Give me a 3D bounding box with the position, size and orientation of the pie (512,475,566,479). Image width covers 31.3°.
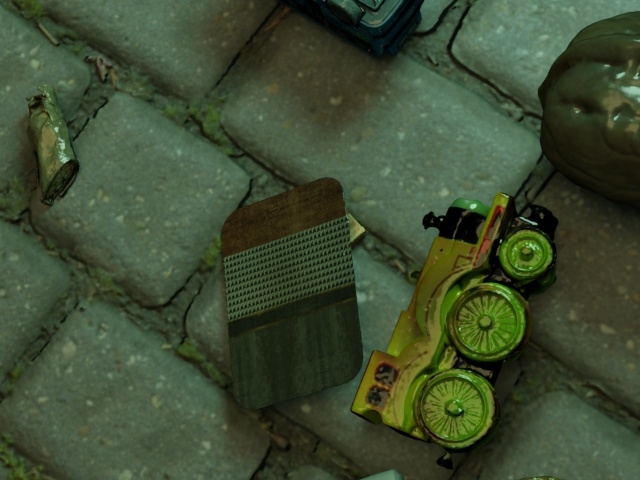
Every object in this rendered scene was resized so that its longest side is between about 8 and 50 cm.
[{"bbox_3d":[0.244,0.293,1.168,0.170,0.034,0.092,25,83,24],"label":"pie"}]

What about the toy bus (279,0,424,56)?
[{"bbox_3d":[0.009,-0.318,1.339,0.246,0.134,0.113,34,82,20],"label":"toy bus"}]

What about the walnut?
[{"bbox_3d":[0.332,-0.136,1.182,0.224,0.224,0.224,-3,74,12],"label":"walnut"}]

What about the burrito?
[{"bbox_3d":[-0.334,-0.120,1.412,0.055,0.041,0.149,-19,74,21],"label":"burrito"}]

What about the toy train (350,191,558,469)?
[{"bbox_3d":[0.148,0.086,1.212,0.160,0.100,0.296,20,80,19],"label":"toy train"}]

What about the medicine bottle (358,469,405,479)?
[{"bbox_3d":[-0.044,0.361,1.131,0.332,0.190,0.190,-19,71,8],"label":"medicine bottle"}]

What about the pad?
[{"bbox_3d":[0.019,0.024,1.223,0.323,0.055,0.250,-30,55,39],"label":"pad"}]

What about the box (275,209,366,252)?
[{"bbox_3d":[0.000,0.000,1.315,0.093,0.015,0.058,-41,72,-1],"label":"box"}]
